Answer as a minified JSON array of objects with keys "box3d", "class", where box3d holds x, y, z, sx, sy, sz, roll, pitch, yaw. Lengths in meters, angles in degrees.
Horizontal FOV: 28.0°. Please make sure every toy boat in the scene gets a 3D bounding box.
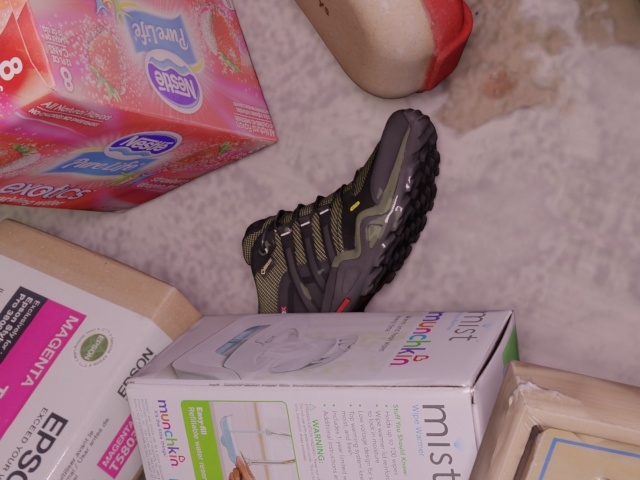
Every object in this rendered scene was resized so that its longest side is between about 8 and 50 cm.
[{"box3d":[0.047,-0.223,0.877,0.151,0.151,0.231,-31,79,-12],"class":"toy boat"}]

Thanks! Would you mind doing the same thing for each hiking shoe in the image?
[{"box3d":[0.000,0.000,0.909,0.114,0.086,0.226,29,102,16],"class":"hiking shoe"}]

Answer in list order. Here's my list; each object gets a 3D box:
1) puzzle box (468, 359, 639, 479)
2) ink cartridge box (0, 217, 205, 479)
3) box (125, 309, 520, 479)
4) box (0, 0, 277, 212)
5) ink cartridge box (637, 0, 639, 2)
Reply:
[{"box3d":[0.182,0.277,0.743,0.272,0.052,0.408,12,113,-4],"class":"puzzle box"},{"box3d":[-0.212,0.118,0.923,0.193,0.088,0.234,18,66,35],"class":"ink cartridge box"},{"box3d":[0.021,0.187,0.842,0.231,0.127,0.261,-4,108,22],"class":"box"},{"box3d":[-0.170,-0.114,0.860,0.154,0.300,0.142,-23,80,19],"class":"box"},{"box3d":[0.307,-0.128,0.724,0.273,0.197,0.114,35,105,18],"class":"ink cartridge box"}]
